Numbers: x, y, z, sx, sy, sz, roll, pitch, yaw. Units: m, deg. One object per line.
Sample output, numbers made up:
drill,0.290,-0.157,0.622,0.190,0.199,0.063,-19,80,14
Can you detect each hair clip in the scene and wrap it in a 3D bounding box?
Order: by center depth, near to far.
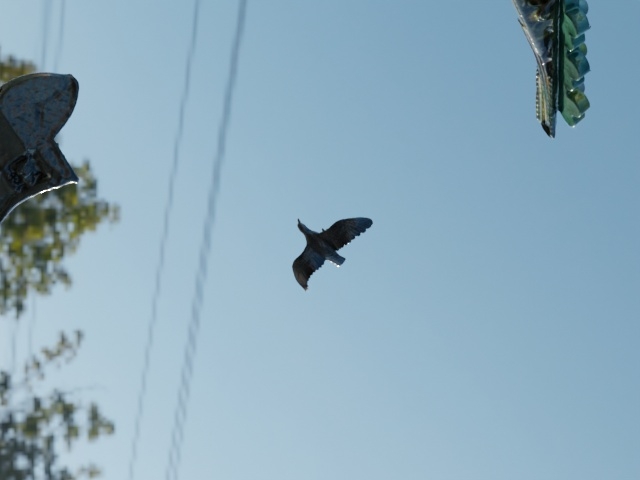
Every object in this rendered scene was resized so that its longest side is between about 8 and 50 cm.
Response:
hair clip,0.150,-0.118,0.798,0.173,0.049,0.049,63,8,-59

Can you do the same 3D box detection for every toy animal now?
toy animal,0.000,0.000,1.026,0.050,0.028,0.084,45,-73,8

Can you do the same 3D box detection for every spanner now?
spanner,-0.282,0.007,0.974,0.325,0.093,0.026,-53,-154,4
